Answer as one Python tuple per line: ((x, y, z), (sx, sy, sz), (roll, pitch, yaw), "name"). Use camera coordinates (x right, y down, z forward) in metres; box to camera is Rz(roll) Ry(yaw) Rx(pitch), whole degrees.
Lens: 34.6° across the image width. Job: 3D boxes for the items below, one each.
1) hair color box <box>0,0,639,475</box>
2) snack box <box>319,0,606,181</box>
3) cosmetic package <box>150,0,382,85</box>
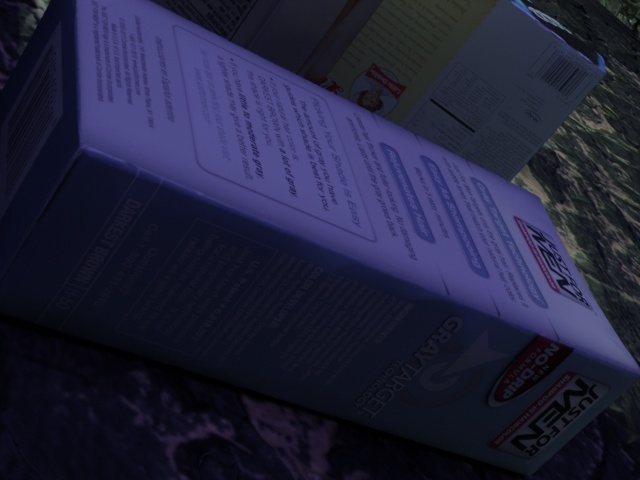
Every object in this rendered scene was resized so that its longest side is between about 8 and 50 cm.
((0.000, 0.000, 0.620), (0.374, 0.113, 0.185), (22, 31, -29), "hair color box")
((0.059, -0.175, 0.885), (0.322, 0.187, 0.060), (36, 26, -7), "snack box")
((-0.025, -0.227, 0.739), (0.153, 0.296, 0.129), (50, 27, 19), "cosmetic package")
